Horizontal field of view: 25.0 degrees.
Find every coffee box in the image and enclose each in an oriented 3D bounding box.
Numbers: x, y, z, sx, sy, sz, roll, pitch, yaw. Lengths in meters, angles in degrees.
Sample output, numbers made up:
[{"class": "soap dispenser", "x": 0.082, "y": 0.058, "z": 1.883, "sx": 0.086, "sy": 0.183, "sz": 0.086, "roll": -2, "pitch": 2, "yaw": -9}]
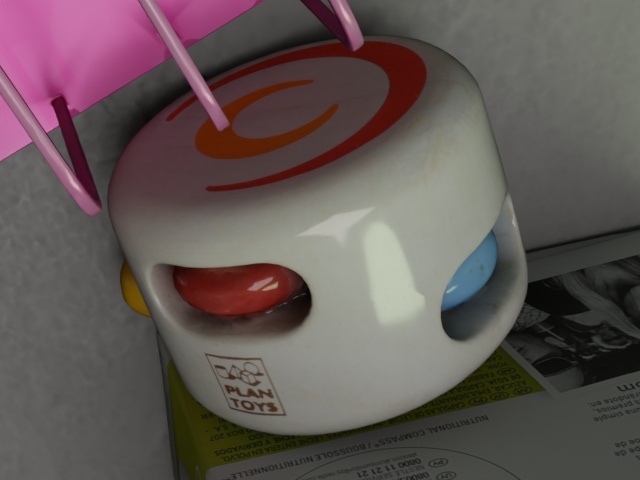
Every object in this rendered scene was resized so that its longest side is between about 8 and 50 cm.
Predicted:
[{"class": "coffee box", "x": 0.115, "y": 0.232, "z": 0.788, "sx": 0.338, "sy": 0.334, "sz": 0.338, "roll": -10, "pitch": 116, "yaw": -12}]

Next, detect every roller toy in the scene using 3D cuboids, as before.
[{"class": "roller toy", "x": 0.000, "y": 0.000, "z": 0.730, "sx": 0.209, "sy": 0.191, "sz": 0.146, "roll": -23, "pitch": 119, "yaw": -5}]

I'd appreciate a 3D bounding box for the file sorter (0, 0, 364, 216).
[{"class": "file sorter", "x": -0.157, "y": -0.110, "z": 0.640, "sx": 0.290, "sy": 0.182, "sz": 0.202, "roll": -32, "pitch": 119, "yaw": -1}]
